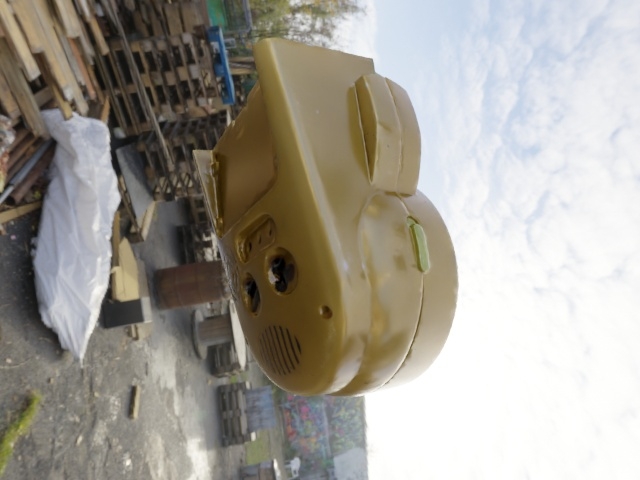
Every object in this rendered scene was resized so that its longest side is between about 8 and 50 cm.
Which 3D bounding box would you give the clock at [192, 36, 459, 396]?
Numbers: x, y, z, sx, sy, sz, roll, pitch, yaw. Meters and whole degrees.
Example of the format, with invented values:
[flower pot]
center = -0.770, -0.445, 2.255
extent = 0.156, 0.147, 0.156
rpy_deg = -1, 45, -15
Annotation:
[clock]
center = 0.000, 0.000, 0.426
extent = 0.244, 0.200, 0.317
rpy_deg = -33, -117, 53
